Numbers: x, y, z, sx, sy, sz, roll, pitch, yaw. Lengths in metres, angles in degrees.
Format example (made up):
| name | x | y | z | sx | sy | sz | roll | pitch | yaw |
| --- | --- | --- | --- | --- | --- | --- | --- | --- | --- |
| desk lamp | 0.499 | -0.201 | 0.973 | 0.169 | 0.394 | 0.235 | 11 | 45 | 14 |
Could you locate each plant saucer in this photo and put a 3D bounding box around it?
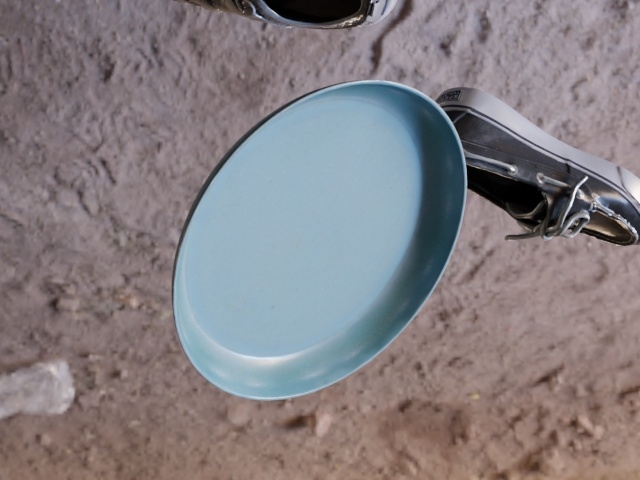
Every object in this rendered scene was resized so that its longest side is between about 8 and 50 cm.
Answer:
| name | x | y | z | sx | sy | sz | roll | pitch | yaw |
| --- | --- | --- | --- | --- | --- | --- | --- | --- | --- |
| plant saucer | 0.000 | 0.000 | 0.884 | 0.317 | 0.043 | 0.318 | -21 | 129 | -28 |

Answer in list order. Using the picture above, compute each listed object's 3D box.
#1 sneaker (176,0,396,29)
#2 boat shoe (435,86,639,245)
| name | x | y | z | sx | sy | sz | roll | pitch | yaw |
| --- | --- | --- | --- | --- | --- | --- | --- | --- | --- |
| sneaker | -0.067 | -0.254 | 0.888 | 0.281 | 0.115 | 0.105 | 8 | 113 | 3 |
| boat shoe | 0.245 | -0.051 | 1.074 | 0.306 | 0.105 | 0.113 | 30 | 153 | -23 |
